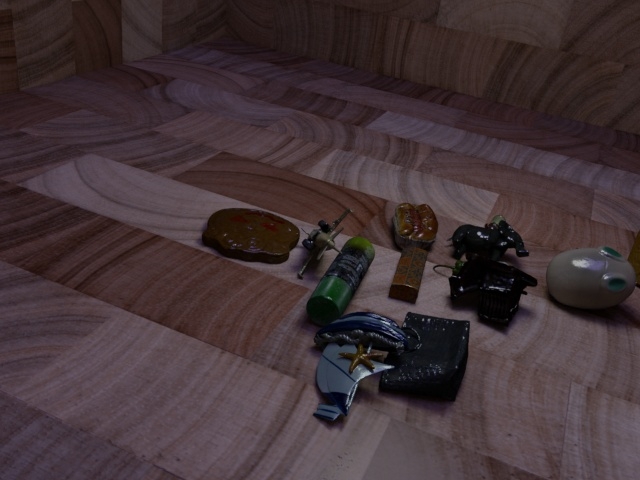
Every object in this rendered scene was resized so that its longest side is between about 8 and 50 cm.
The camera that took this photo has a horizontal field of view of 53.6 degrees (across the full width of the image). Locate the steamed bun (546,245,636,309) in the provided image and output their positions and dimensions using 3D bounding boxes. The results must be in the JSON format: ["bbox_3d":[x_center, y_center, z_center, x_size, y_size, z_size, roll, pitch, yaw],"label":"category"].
[{"bbox_3d":[0.736,0.094,1.723,0.228,0.130,0.177,4,58,17],"label":"steamed bun"}]

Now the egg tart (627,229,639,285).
[{"bbox_3d":[1.029,0.049,1.905,0.215,0.170,0.215,-7,27,4],"label":"egg tart"}]

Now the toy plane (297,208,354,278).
[{"bbox_3d":[0.000,0.000,1.746,0.092,0.229,0.244,40,-6,-16],"label":"toy plane"}]

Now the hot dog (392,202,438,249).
[{"bbox_3d":[0.297,-0.050,1.982,0.144,0.075,0.268,7,26,3],"label":"hot dog"}]

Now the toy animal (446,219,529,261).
[{"bbox_3d":[0.506,0.002,1.902,0.245,0.114,0.146,20,32,20],"label":"toy animal"}]

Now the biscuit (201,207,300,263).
[{"bbox_3d":[-0.201,-0.024,1.834,0.273,0.049,0.257,11,29,8],"label":"biscuit"}]

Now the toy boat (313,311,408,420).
[{"bbox_3d":[0.063,0.273,1.351,0.221,0.067,0.291,4,41,21],"label":"toy boat"}]

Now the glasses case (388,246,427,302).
[{"bbox_3d":[0.245,0.089,1.744,0.075,0.049,0.218,14,29,10],"label":"glasses case"}]

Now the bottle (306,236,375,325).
[{"bbox_3d":[0.057,0.098,1.631,0.093,0.093,0.330,16,29,13],"label":"bottle"}]

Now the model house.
[{"bbox_3d":[0.438,0.130,1.664,0.203,0.164,0.141,22,-6,33],"label":"model house"}]

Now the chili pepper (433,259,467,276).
[{"bbox_3d":[0.422,0.092,1.773,0.204,0.073,0.072,9,43,4],"label":"chili pepper"}]

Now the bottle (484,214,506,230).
[{"bbox_3d":[0.571,-0.044,2.081,0.063,0.047,0.101,-16,15,40],"label":"bottle"}]

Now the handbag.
[{"bbox_3d":[0.240,0.254,1.424,0.175,0.088,0.270,7,31,20],"label":"handbag"}]

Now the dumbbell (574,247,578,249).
[{"bbox_3d":[0.814,0.093,1.855,0.082,0.081,0.254,1,30,-13],"label":"dumbbell"}]
